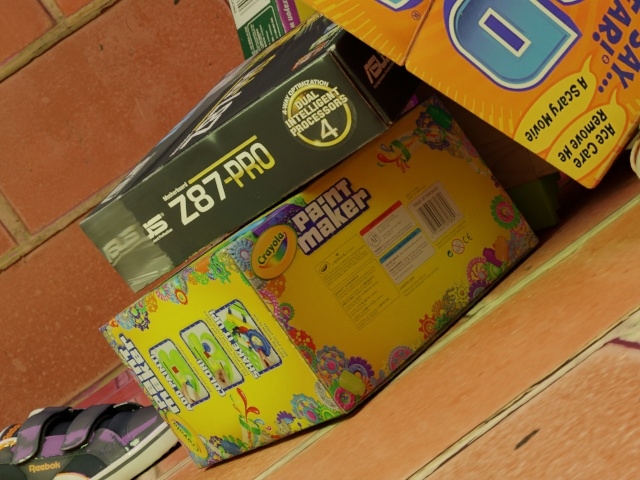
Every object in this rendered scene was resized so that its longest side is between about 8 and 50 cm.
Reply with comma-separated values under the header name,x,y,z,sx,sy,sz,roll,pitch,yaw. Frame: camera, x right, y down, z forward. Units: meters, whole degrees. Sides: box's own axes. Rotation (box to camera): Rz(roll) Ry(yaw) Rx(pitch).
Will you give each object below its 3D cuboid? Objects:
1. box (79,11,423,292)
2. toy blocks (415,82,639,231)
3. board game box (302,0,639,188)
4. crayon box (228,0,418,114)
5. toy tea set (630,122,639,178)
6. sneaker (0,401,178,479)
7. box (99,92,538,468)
name,x,y,z,sx,sy,sz,roll,pitch,yaw
box,-0.021,-0.138,1.447,0.318,0.097,0.395,-33,12,31
toy blocks,0.261,-0.138,1.528,0.381,0.190,0.261,-18,5,37
board game box,0.206,-0.338,1.180,0.356,0.356,0.356,-45,-14,-46
crayon box,0.070,-0.215,1.806,0.313,0.362,0.106,-9,-12,-34
toy tea set,0.336,-0.173,1.066,0.336,0.124,0.200,-55,22,-15
sneaker,-0.301,0.253,1.766,0.321,0.127,0.126,-32,4,21
box,-0.005,0.044,1.418,0.290,0.177,0.279,-38,4,-36
